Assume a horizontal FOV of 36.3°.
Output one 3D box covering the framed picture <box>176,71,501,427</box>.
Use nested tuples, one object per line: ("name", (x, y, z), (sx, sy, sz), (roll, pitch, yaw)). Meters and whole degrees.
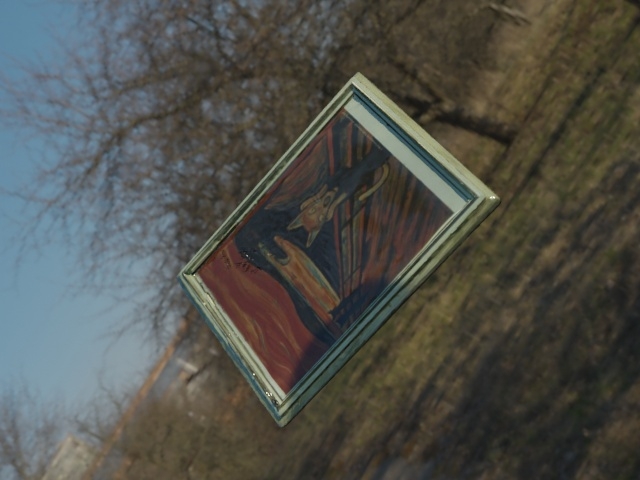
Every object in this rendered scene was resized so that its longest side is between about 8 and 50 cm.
("framed picture", (0.000, 0.000, 0.878), (0.273, 0.216, 0.016), (-48, -37, 7))
